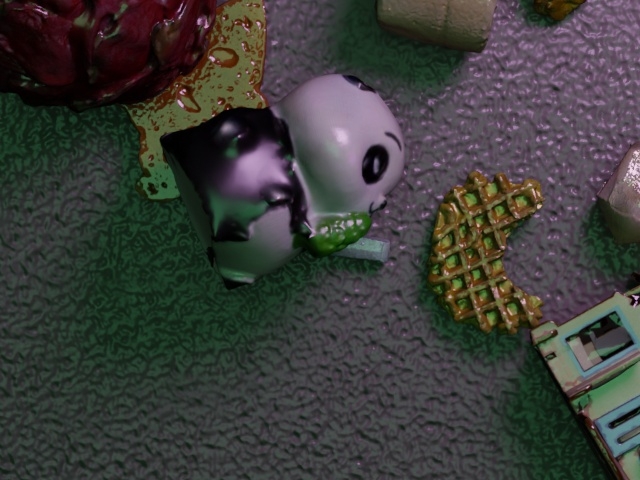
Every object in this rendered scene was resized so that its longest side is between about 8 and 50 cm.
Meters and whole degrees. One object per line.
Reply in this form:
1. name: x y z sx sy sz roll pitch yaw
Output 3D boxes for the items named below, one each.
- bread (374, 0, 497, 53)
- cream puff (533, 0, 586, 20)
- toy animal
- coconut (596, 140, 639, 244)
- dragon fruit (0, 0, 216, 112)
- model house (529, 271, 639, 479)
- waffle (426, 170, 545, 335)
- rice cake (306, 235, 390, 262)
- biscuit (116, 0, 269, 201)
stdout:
1. bread: 0.135 -0.296 1.760 0.141 0.148 0.134 13 76 1
2. cream puff: 0.288 -0.305 1.800 0.083 0.058 0.083 -10 94 0
3. toy animal: -0.029 -0.068 1.731 0.266 0.212 0.213 -17 92 -6
4. coconut: 0.379 -0.051 1.787 0.110 0.110 0.124 30 87 0
5. dragon fruit: -0.272 -0.295 1.692 0.329 0.329 0.329 0 92 1
6. model house: 0.420 0.188 1.765 0.244 0.169 0.326 -29 90 0
7. waffle: 0.206 0.016 1.818 0.149 0.051 0.194 12 91 6
8. rice cake: 0.000 -0.001 1.835 0.170 0.029 0.033 10 100 2
9. biscuit: -0.144 -0.173 1.824 0.183 0.043 0.280 26 88 -6
